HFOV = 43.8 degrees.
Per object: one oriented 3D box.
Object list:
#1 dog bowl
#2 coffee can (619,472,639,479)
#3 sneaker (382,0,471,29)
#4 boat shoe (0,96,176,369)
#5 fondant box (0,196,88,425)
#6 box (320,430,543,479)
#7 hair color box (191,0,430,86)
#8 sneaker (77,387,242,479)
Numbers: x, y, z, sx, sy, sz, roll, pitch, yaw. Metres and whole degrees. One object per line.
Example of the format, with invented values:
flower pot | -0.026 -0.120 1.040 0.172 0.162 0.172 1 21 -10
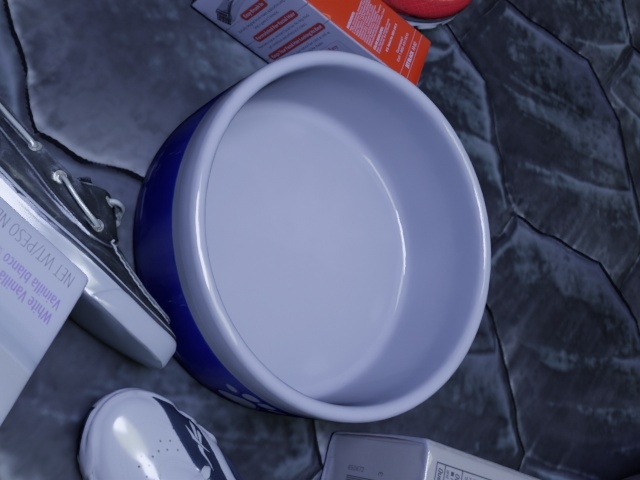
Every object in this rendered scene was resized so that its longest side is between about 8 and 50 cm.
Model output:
dog bowl | 0.000 0.000 0.600 0.265 0.104 0.265 7 78 -35
coffee can | 0.432 0.291 0.795 0.275 0.201 0.202 -10 88 -36
sneaker | 0.041 -0.283 0.668 0.279 0.118 0.107 32 66 -27
boat shoe | -0.161 -0.010 0.505 0.219 0.077 0.070 49 60 -16
fondant box | -0.263 0.058 0.307 0.238 0.096 0.330 48 33 -23
box | 0.147 0.266 0.647 0.311 0.121 0.148 27 67 -29
hair color box | -0.006 -0.172 0.633 0.167 0.093 0.053 31 65 -28
sneaker | -0.051 0.193 0.500 0.094 0.153 0.235 -31 100 -36
